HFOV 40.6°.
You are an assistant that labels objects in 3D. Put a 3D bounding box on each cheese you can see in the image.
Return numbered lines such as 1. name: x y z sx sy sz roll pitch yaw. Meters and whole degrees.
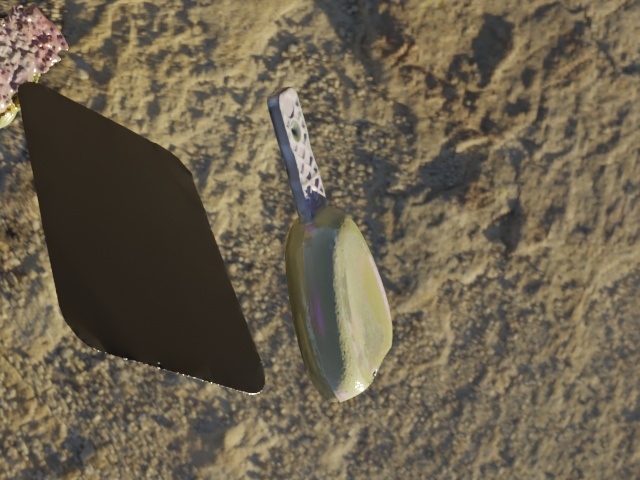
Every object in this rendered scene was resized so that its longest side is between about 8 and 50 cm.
1. cheese: 0.000 0.000 0.534 0.097 0.038 0.192 -49 127 -59

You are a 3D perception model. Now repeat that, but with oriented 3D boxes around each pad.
1. pad: -0.133 -0.007 0.639 0.004 0.267 0.181 -42 138 20

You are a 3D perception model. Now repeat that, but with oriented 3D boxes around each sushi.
1. sushi: -0.431 -0.193 1.075 0.107 0.161 0.241 57 31 -30
